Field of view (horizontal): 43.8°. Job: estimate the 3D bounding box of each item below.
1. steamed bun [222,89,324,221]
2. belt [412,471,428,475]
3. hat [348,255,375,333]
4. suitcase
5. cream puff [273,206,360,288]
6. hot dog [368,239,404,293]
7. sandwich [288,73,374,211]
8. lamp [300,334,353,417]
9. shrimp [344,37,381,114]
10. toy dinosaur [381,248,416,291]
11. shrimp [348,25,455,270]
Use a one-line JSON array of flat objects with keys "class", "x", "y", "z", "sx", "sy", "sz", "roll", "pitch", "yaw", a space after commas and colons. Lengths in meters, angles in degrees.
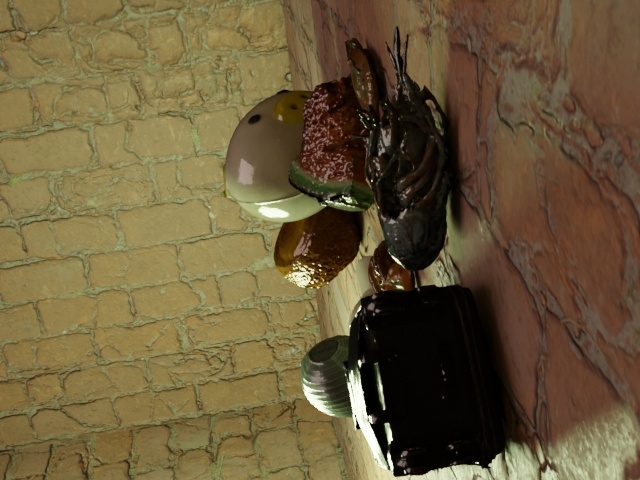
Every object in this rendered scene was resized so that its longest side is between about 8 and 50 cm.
[{"class": "steamed bun", "x": -0.074, "y": -0.216, "z": 2.030, "sx": 0.374, "sy": 0.334, "sz": 0.333, "roll": -51, "pitch": -33, "yaw": -43}, {"class": "belt", "x": 0.171, "y": 0.364, "z": 1.599, "sx": 0.124, "sy": 0.128, "sz": 0.200, "roll": 118, "pitch": 142, "yaw": -80}, {"class": "hat", "x": 0.106, "y": 0.159, "z": 1.922, "sx": 0.226, "sy": 0.164, "sz": 0.219, "roll": 52, "pitch": 158, "yaw": 31}, {"class": "suitcase", "x": 0.146, "y": 0.215, "z": 1.241, "sx": 0.434, "sy": 0.194, "sz": 0.283, "roll": 103, "pitch": 157, "yaw": -76}, {"class": "cream puff", "x": 0.000, "y": 0.000, "z": 2.278, "sx": 0.303, "sy": 0.212, "sz": 0.303, "roll": -48, "pitch": 31, "yaw": 42}, {"class": "hot dog", "x": 0.144, "y": 0.072, "z": 1.742, "sx": 0.099, "sy": 0.065, "sz": 0.147, "roll": 111, "pitch": 153, "yaw": -64}, {"class": "sandwich", "x": 0.056, "y": -0.220, "z": 1.774, "sx": 0.250, "sy": 0.162, "sz": 0.301, "roll": 13, "pitch": 97, "yaw": 51}, {"class": "lamp", "x": 0.064, "y": 0.372, "z": 2.162, "sx": 0.233, "sy": 0.265, "sz": 0.233, "roll": 18, "pitch": -113, "yaw": -51}, {"class": "shrimp", "x": 0.093, "y": -0.351, "z": 1.658, "sx": 0.115, "sy": 0.051, "sz": 0.217, "roll": 99, "pitch": 163, "yaw": -54}, {"class": "toy dinosaur", "x": 0.172, "y": 0.069, "z": 1.598, "sx": 0.212, "sy": 0.057, "sz": 0.142, "roll": 180, "pitch": 100, "yaw": -73}, {"class": "shrimp", "x": 0.143, "y": -0.120, "z": 1.179, "sx": 0.172, "sy": 0.137, "sz": 0.372, "roll": 16, "pitch": 130, "yaw": 44}]
